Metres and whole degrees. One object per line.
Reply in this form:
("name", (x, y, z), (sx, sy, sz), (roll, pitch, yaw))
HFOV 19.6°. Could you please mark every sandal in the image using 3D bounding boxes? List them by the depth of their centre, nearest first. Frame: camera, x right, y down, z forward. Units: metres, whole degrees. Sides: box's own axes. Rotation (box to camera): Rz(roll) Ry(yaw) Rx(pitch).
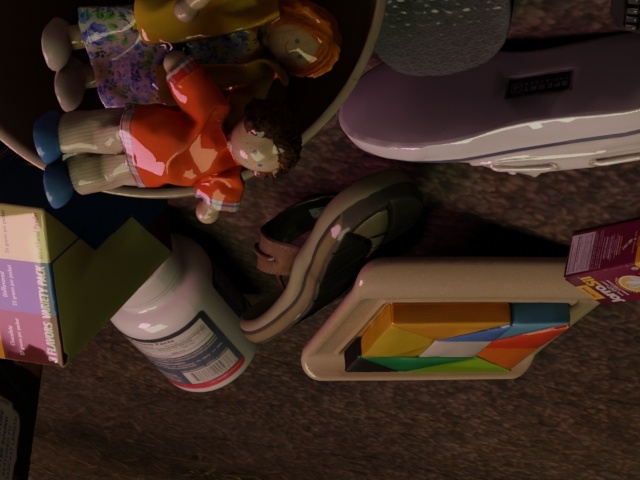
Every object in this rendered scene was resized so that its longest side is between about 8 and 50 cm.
("sandal", (0.070, -0.194, 1.126), (0.097, 0.054, 0.254), (4, 144, 9))
("sandal", (0.002, -0.001, 1.521), (0.086, 0.120, 0.303), (54, 152, 10))

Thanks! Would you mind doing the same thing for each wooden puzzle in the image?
("wooden puzzle", (0.113, 0.078, 1.584), (0.221, 0.044, 0.239), (1, 157, -13))

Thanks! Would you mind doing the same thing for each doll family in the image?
("doll family", (-0.074, -0.141, 0.931), (0.163, 0.118, 0.263), (-6, 122, 15))

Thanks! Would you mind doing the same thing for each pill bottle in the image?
("pill bottle", (-0.136, 0.055, 1.693), (0.108, 0.108, 0.180), (4, 152, 26))

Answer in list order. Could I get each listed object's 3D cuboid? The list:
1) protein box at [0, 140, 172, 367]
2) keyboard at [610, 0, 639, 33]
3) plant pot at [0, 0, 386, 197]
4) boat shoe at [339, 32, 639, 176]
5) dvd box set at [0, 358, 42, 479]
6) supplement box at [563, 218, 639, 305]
("protein box", (-0.253, -0.017, 1.462), (0.201, 0.200, 0.136), (7, 118, 20))
("keyboard", (0.230, -0.168, 1.103), (0.108, 0.023, 0.180), (11, 156, 11))
("plant pot", (-0.088, -0.131, 1.150), (0.256, 0.256, 0.274), (15, 172, 3))
("boat shoe", (0.137, -0.079, 1.260), (0.258, 0.095, 0.084), (1, 147, 32))
("dvd box set", (-0.363, 0.050, 1.591), (0.062, 0.308, 0.420), (-8, 147, 19))
("supplement box", (0.241, 0.017, 1.456), (0.055, 0.043, 0.083), (31, 152, -31))
